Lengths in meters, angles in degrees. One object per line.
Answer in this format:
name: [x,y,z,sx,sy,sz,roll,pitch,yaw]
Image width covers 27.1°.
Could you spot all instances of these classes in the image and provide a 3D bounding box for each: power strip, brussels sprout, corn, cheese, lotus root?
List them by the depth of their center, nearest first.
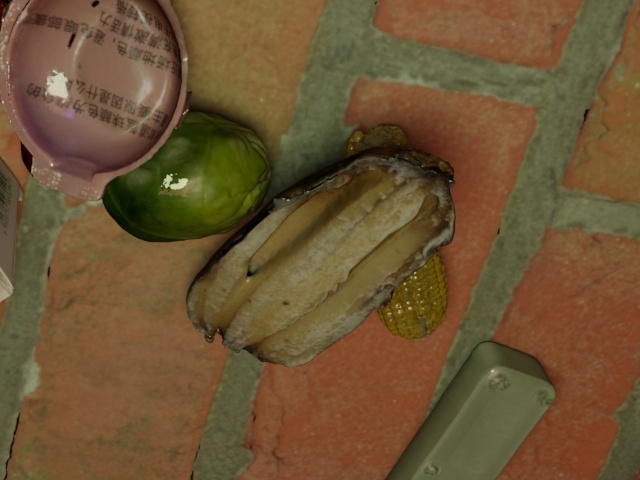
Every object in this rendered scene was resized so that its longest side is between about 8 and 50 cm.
cheese: [-0.171,-0.175,1.074,0.189,0.074,0.286,15,85,-45]
brussels sprout: [-0.121,-0.058,1.188,0.155,0.155,0.118,-24,88,5]
lotus root: [0.001,-0.001,1.233,0.167,0.078,0.329,29,134,-25]
corn: [0.075,-0.004,1.287,0.080,0.080,0.238,-14,119,-1]
power strip: [0.121,0.280,1.480,0.091,0.062,0.385,21,115,-22]

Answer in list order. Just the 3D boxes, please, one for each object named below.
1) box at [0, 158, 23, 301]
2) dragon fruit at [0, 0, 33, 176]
box: [-0.434,0.034,1.162,0.332,0.173,0.145,-32,121,10]
dragon fruit: [-0.255,-0.135,1.137,0.122,0.092,0.192,-4,122,-7]
